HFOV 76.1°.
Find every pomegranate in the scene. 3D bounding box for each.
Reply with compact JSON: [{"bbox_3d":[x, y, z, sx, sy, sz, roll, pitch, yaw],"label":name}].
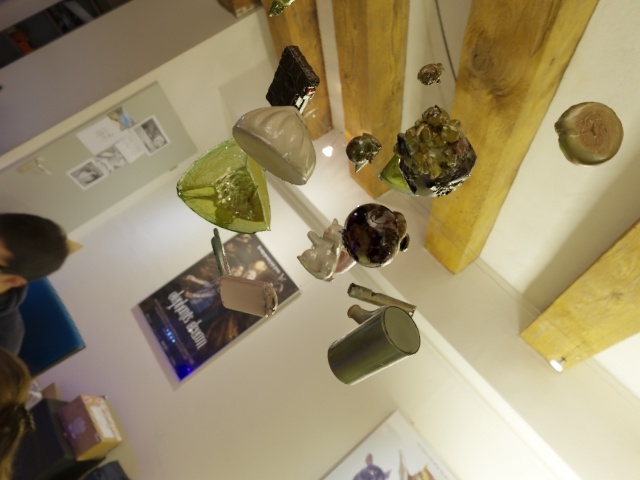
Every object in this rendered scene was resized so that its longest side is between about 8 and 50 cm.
[{"bbox_3d":[0.172,-0.392,1.782,0.130,0.130,0.130,50,-12,15],"label":"pomegranate"}]

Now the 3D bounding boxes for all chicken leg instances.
[{"bbox_3d":[0.551,-0.809,1.982,0.103,0.227,0.088,30,-47,29],"label":"chicken leg"}]

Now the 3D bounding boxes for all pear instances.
[{"bbox_3d":[0.534,-0.391,2.191,0.318,0.342,0.238,41,-13,1],"label":"pear"}]

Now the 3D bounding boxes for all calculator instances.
[{"bbox_3d":[-0.193,0.144,1.063,0.175,0.032,0.100,10,-63,19],"label":"calculator"},{"bbox_3d":[-0.369,0.088,1.539,0.185,0.041,0.299,97,-25,-61],"label":"calculator"}]

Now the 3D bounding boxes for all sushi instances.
[{"bbox_3d":[0.461,-0.375,1.733,0.285,0.328,0.328,24,39,-53],"label":"sushi"}]

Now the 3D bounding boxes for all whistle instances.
[{"bbox_3d":[0.277,0.271,1.835,0.326,0.068,0.057,21,3,-8],"label":"whistle"}]

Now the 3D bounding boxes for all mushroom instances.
[{"bbox_3d":[0.192,0.289,1.468,0.270,0.103,0.118,-14,-75,60],"label":"mushroom"}]

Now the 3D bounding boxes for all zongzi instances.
[{"bbox_3d":[0.215,-0.401,1.965,0.094,0.204,0.205,21,19,-12],"label":"zongzi"}]

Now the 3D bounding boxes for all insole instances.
[{"bbox_3d":[0.000,0.000,1.825,0.004,0.064,0.188,31,24,15],"label":"insole"}]

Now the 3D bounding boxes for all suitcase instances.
[{"bbox_3d":[-0.121,-0.617,1.674,0.206,0.066,0.285,59,-35,13],"label":"suitcase"}]

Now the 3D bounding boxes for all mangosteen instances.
[{"bbox_3d":[0.162,-0.016,1.208,0.210,0.210,0.210,50,-12,15],"label":"mangosteen"}]

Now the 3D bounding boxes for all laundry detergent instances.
[{"bbox_3d":[0.110,0.093,2.033,0.159,0.335,0.088,16,44,-28],"label":"laundry detergent"}]

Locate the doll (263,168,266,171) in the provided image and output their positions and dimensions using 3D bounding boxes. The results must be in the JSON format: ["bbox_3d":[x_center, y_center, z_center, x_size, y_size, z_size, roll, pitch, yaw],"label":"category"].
[{"bbox_3d":[-0.192,-0.376,1.963,0.096,0.195,0.070,53,20,-43],"label":"doll"}]

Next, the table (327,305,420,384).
[{"bbox_3d":[0.130,0.268,1.029,0.126,0.126,0.220,52,-53,7],"label":"table"}]

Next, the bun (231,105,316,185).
[{"bbox_3d":[-0.105,-0.293,1.164,0.263,0.175,0.263,33,-7,4],"label":"bun"}]

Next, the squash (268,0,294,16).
[{"bbox_3d":[-0.086,-0.724,1.159,0.075,0.200,0.090,47,32,-15],"label":"squash"}]

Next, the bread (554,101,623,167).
[{"bbox_3d":[0.861,-0.341,1.321,0.213,0.213,0.105,52,3,7],"label":"bread"}]

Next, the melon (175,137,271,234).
[{"bbox_3d":[-0.306,-0.162,1.501,0.226,0.331,0.343,29,-25,25],"label":"melon"}]

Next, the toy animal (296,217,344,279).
[{"bbox_3d":[0.035,0.002,1.458,0.140,0.282,0.138,24,-8,31],"label":"toy animal"}]
